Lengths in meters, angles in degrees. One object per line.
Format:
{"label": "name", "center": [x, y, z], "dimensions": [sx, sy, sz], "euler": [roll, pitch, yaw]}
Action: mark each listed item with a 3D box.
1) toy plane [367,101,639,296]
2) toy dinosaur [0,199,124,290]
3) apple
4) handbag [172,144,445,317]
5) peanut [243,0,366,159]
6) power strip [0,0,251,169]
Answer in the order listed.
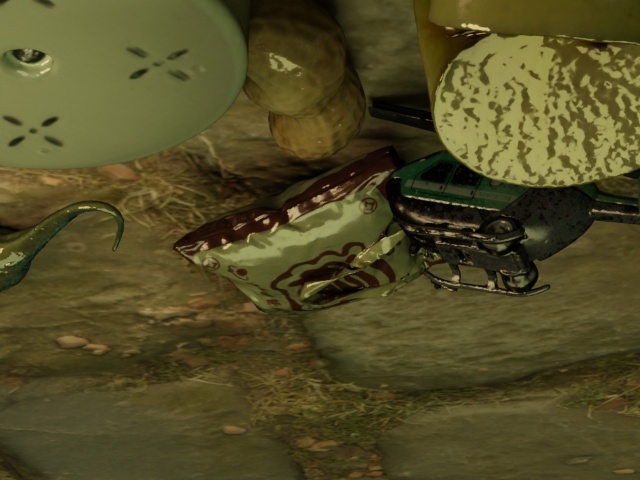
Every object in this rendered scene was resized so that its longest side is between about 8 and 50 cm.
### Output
{"label": "toy plane", "center": [0.200, -0.037, 1.632], "dimensions": [0.381, 0.155, 0.106], "euler": [7, 151, 30]}
{"label": "toy dinosaur", "center": [-0.358, 0.025, 1.939], "dimensions": [0.147, 0.076, 0.363], "euler": [-2, 161, -44]}
{"label": "apple", "center": [0.199, -0.193, 1.364], "dimensions": [0.257, 0.233, 0.295], "euler": [-8, 160, 0]}
{"label": "handbag", "center": [0.000, 0.000, 1.847], "dimensions": [0.235, 0.127, 0.213], "euler": [-22, 149, 13]}
{"label": "peanut", "center": [-0.016, -0.138, 1.625], "dimensions": [0.104, 0.086, 0.228], "euler": [1, 155, 17]}
{"label": "power strip", "center": [-0.227, -0.198, 1.424], "dimensions": [0.357, 0.161, 0.357], "euler": [0, 153, 0]}
